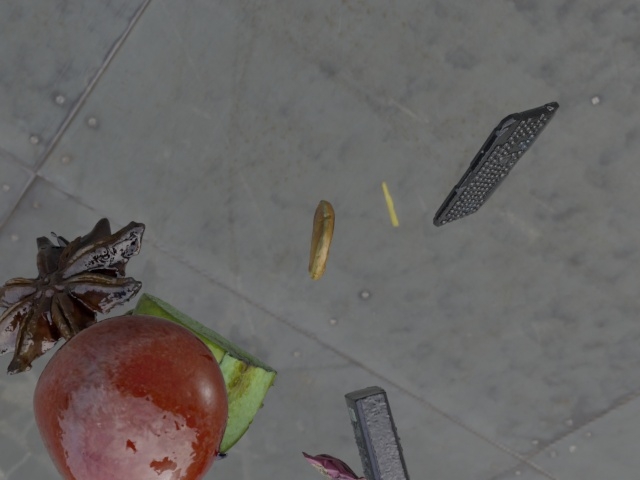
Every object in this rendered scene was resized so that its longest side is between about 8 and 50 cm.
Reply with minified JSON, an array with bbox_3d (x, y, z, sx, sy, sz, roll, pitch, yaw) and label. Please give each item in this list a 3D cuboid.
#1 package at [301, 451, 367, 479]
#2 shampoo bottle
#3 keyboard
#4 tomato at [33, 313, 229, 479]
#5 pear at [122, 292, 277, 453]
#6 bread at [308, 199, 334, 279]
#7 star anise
[{"bbox_3d":[0.019,0.288,0.946,0.083,0.029,0.059,16,161,18],"label":"package"},{"bbox_3d":[0.110,0.398,1.226,0.071,0.098,0.310,-13,87,-12],"label":"shampoo bottle"},{"bbox_3d":[0.236,-0.097,1.043,0.106,0.016,0.262,-18,157,-24],"label":"keyboard"},{"bbox_3d":[-0.160,0.142,0.630,0.167,0.167,0.167,2,130,3],"label":"tomato"},{"bbox_3d":[-0.226,0.200,1.180,0.292,0.292,0.159,37,84,-24],"label":"pear"},{"bbox_3d":[0.000,0.000,1.020,0.024,0.110,0.110,10,130,-4],"label":"bread"},{"bbox_3d":[-0.320,0.081,0.957,0.271,0.272,0.103,-16,133,16],"label":"star anise"}]
